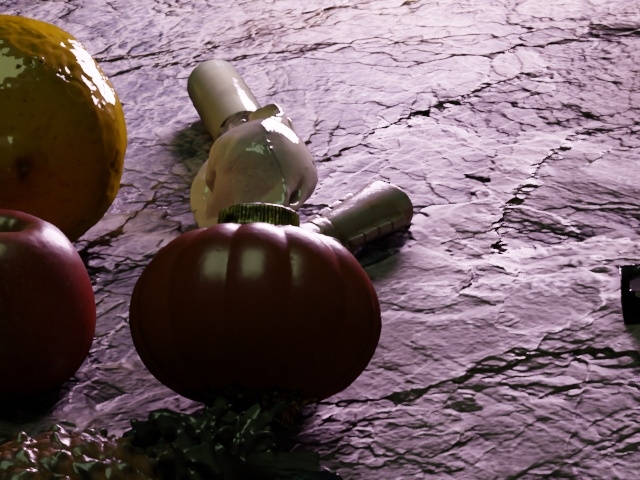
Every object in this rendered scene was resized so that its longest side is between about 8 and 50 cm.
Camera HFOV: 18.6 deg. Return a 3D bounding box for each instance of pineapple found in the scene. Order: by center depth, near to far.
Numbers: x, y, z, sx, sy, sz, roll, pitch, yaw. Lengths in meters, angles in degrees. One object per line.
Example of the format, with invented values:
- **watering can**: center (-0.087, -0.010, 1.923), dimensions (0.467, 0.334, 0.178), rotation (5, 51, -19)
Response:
- **pineapple**: center (-0.131, 0.199, 1.532), dimensions (0.340, 0.169, 0.169), rotation (-16, 26, -33)

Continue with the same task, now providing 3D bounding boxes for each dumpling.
- **dumpling**: center (-0.082, -0.065, 2.131), dimensions (0.155, 0.111, 0.181), rotation (-31, 7, 26)

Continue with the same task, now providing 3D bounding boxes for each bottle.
- **bottle**: center (-0.110, -0.156, 2.353), dimensions (0.072, 0.072, 0.201), rotation (-12, 26, -10)

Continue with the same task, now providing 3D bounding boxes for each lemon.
- **lemon**: center (-0.341, -0.110, 2.090), dimensions (0.293, 0.293, 0.293), rotation (-6, 25, 3)

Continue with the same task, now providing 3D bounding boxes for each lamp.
- **lamp**: center (-0.057, 0.069, 1.718), dimensions (0.223, 0.196, 0.223), rotation (1, -15, 0)

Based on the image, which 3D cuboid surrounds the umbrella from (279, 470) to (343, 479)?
- **umbrella**: center (-0.044, 0.263, 1.460), dimensions (0.080, 0.071, 0.224), rotation (-6, 27, 40)

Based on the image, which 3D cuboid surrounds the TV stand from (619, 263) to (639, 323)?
- **TV stand**: center (0.410, 0.042, 1.825), dimensions (0.257, 0.040, 0.049), rotation (-4, 26, 8)

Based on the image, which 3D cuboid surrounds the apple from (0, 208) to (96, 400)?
- **apple**: center (-0.299, 0.059, 1.845), dimensions (0.181, 0.168, 0.181), rotation (-1, 19, 0)

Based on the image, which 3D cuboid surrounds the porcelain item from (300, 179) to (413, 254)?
- **porcelain item**: center (0.000, 0.000, 2.012), dimensions (0.084, 0.054, 0.213), rotation (15, 32, 44)
